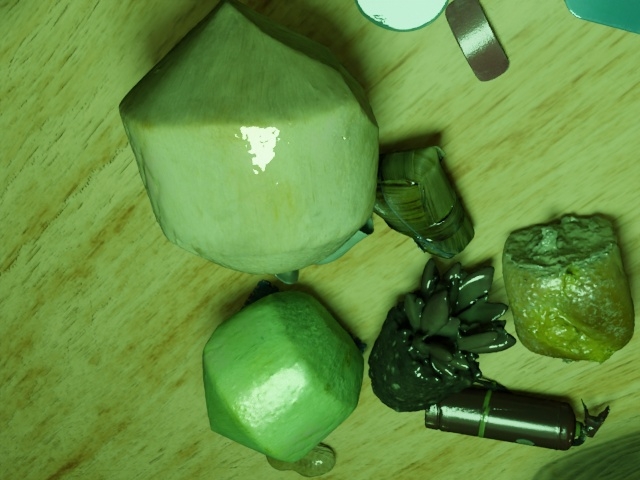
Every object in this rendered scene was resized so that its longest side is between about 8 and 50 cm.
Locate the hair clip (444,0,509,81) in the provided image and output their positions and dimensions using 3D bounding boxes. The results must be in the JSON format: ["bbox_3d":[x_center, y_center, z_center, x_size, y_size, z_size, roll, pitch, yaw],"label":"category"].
[{"bbox_3d":[0.239,-0.306,1.064,0.054,0.022,0.137,-24,112,24],"label":"hair clip"}]

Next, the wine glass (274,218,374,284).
[{"bbox_3d":[0.000,0.000,1.280,0.202,0.093,0.093,-33,108,31],"label":"wine glass"}]

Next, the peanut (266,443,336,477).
[{"bbox_3d":[-0.048,0.511,1.626,0.174,0.080,0.080,2,122,19],"label":"peanut"}]

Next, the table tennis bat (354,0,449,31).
[{"bbox_3d":[0.080,-0.395,1.046,0.237,0.038,0.149,9,125,5],"label":"table tennis bat"}]

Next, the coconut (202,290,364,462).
[{"bbox_3d":[-0.086,0.270,1.348,0.328,0.281,0.329,-15,131,-18],"label":"coconut"}]

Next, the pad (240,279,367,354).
[{"bbox_3d":[-0.074,0.235,1.497,0.269,0.012,0.270,31,124,-5],"label":"pad"}]

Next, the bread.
[{"bbox_3d":[0.413,0.087,1.167,0.195,0.176,0.246,-11,118,21],"label":"bread"}]

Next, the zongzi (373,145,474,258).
[{"bbox_3d":[0.131,-0.059,1.216,0.242,0.112,0.221,1,138,41],"label":"zongzi"}]

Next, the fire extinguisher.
[{"bbox_3d":[0.383,0.339,1.375,0.341,0.105,0.142,5,124,16],"label":"fire extinguisher"}]

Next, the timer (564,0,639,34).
[{"bbox_3d":[0.459,-0.400,0.905,0.231,0.091,0.250,16,120,6],"label":"timer"}]

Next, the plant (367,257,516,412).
[{"bbox_3d":[0.213,0.174,1.272,0.181,0.194,0.321,4,141,-28],"label":"plant"}]

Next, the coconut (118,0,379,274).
[{"bbox_3d":[-0.097,-0.160,1.055,0.415,0.345,0.416,7,121,12],"label":"coconut"}]
